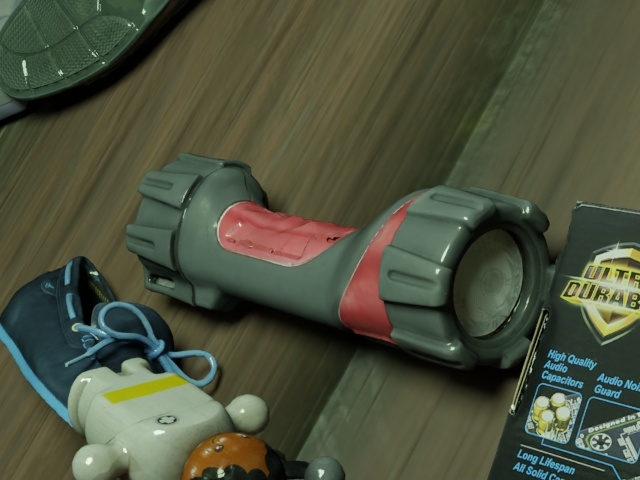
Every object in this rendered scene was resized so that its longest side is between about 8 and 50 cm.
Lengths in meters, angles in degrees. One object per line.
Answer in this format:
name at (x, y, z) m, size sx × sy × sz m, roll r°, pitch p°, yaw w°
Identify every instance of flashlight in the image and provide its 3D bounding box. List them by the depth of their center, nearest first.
flashlight at (0.000, 0.000, 0.966) m, size 0.103 × 0.103 × 0.304 m, roll -37°, pitch 32°, yaw -28°

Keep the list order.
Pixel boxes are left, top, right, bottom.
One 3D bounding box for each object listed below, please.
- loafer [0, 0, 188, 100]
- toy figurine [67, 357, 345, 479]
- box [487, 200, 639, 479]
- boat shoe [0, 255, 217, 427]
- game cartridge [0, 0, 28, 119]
loafer at (-0.143, -0.196, 1.278) m, size 0.267 × 0.084 × 0.096 m, roll -37°, pitch 73°, yaw 20°
toy figurine at (-0.065, 0.183, 0.794) m, size 0.148 × 0.213 × 0.209 m, roll 28°, pitch 77°, yaw 47°
box at (0.190, 0.146, 0.655) m, size 0.295 × 0.073 × 0.293 m, roll 11°, pitch 80°, yaw 47°
boat shoe at (-0.138, 0.072, 1.029) m, size 0.089 × 0.109 × 0.258 m, roll -48°, pitch 42°, yaw -4°
game cartridge at (-0.381, -0.160, 1.466) m, size 0.355 × 0.068 × 0.230 m, roll -16°, pitch 54°, yaw 33°
